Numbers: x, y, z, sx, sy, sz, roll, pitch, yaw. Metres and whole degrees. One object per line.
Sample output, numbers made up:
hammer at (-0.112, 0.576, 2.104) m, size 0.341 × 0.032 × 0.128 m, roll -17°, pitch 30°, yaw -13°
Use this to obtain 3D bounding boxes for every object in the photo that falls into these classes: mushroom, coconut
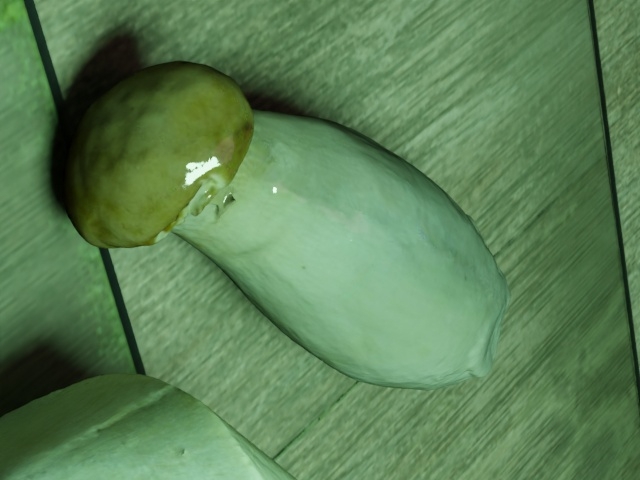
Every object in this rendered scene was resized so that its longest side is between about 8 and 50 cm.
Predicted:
mushroom at (0.000, 0.000, 0.977) m, size 0.350 × 0.128 × 0.128 m, roll 27°, pitch 78°, yaw -49°
coconut at (-0.097, 0.166, 0.833) m, size 0.222 × 0.202 × 0.202 m, roll 43°, pitch 66°, yaw -55°
